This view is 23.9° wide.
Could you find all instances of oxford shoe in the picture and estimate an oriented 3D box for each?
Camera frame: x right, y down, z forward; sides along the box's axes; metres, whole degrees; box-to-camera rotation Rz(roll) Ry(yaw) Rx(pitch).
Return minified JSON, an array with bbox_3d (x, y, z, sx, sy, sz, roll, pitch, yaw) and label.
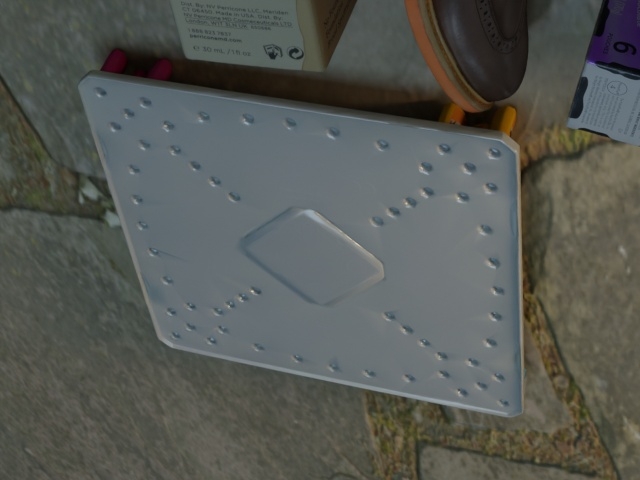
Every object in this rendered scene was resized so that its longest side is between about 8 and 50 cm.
[{"bbox_3d":[0.124,-0.226,0.999,0.133,0.130,0.363,3,140,15],"label":"oxford shoe"}]

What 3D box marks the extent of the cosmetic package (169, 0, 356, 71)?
[{"bbox_3d":[-0.047,-0.278,0.992,0.113,0.160,0.309,8,142,17],"label":"cosmetic package"}]

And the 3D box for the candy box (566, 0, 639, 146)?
[{"bbox_3d":[0.280,-0.127,1.002,0.196,0.165,0.070,16,145,8],"label":"candy box"}]

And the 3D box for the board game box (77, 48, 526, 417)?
[{"bbox_3d":[0.000,0.000,1.402,0.390,0.050,0.390,10,142,17],"label":"board game box"}]
